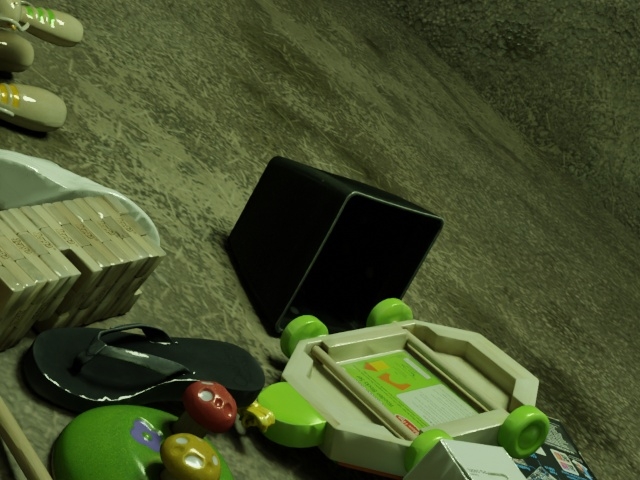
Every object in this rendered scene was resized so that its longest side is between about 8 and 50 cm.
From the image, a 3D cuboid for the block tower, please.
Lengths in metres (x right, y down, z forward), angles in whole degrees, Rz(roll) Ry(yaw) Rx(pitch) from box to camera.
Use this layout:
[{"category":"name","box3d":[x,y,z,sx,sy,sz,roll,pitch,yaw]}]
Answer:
[{"category":"block tower","box3d":[-0.266,0.031,1.223,0.091,0.097,0.335,45,20,12]}]

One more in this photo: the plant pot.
[{"category":"plant pot","box3d":[0.000,0.000,1.643,0.188,0.187,0.167,14,19,-49]}]

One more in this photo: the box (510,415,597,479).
[{"category":"box","box3d":[0.235,0.299,1.552,0.295,0.073,0.293,22,27,-39]}]

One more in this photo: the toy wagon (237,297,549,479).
[{"category":"toy wagon","box3d":[0.060,0.164,1.428,0.344,0.068,0.267,-9,29,-31]}]

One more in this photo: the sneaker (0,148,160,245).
[{"category":"sneaker","box3d":[-0.264,-0.044,1.422,0.212,0.080,0.094,30,11,-22]}]

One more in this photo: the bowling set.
[{"category":"bowling set","box3d":[-0.369,-0.282,1.568,0.154,0.200,0.287,13,29,-48]}]

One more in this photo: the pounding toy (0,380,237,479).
[{"category":"pounding toy","box3d":[-0.138,0.176,1.116,0.236,0.110,0.183,21,27,-42]}]

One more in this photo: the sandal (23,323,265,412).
[{"category":"sandal","box3d":[-0.160,0.108,1.260,0.254,0.054,0.097,4,37,-41]}]

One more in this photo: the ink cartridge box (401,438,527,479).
[{"category":"ink cartridge box","box3d":[0.117,0.264,1.307,0.109,0.150,0.063,16,31,-47]}]
